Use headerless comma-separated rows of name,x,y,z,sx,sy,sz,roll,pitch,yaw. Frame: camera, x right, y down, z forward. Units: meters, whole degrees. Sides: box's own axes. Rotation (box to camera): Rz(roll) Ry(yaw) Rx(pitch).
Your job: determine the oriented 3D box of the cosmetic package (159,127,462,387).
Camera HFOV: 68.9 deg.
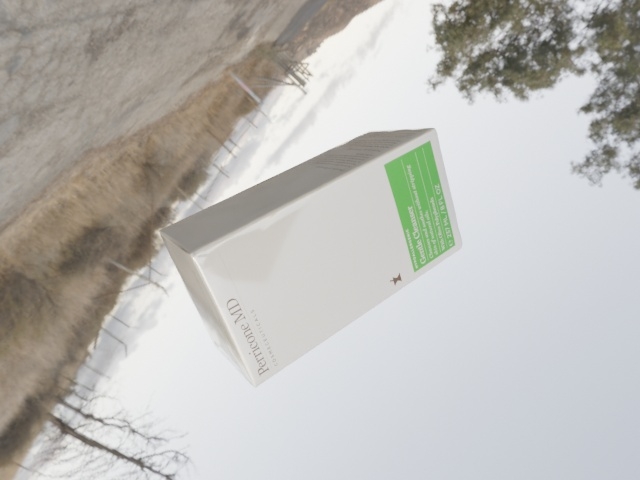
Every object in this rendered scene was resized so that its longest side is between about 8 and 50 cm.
cosmetic package,0.000,0.000,0.642,0.366,0.196,0.155,-32,-155,-24
